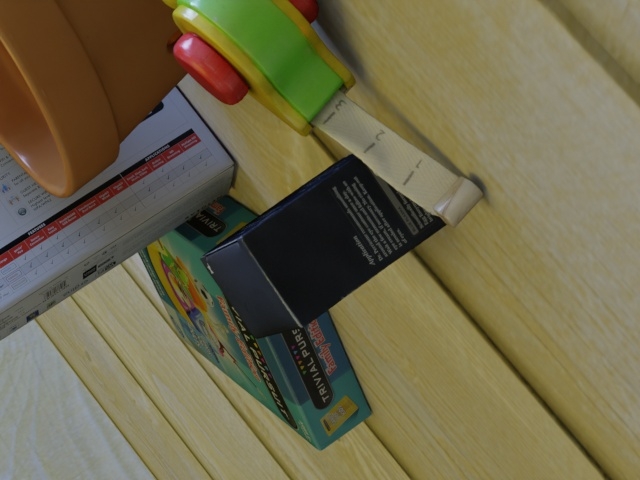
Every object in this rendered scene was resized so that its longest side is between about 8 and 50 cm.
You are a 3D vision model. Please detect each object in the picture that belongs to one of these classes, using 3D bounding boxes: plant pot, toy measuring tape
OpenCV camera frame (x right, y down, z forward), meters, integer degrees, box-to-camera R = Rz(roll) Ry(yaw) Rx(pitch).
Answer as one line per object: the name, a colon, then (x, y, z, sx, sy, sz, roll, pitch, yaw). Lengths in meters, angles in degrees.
plant pot: (-0.235, -0.214, 1.622, 0.291, 0.203, 0.291, 47, 161, 22)
toy measuring tape: (-0.015, -0.130, 1.352, 0.330, 0.121, 0.121, 39, 158, 24)

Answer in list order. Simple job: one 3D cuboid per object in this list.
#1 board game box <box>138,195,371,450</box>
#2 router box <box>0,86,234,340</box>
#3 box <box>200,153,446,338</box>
board game box: (-0.101, 0.061, 1.978, 0.336, 0.079, 0.253, 33, 152, 52)
router box: (-0.311, -0.094, 1.827, 0.301, 0.335, 0.082, 53, 163, 12)
box: (0.000, 0.000, 1.465, 0.093, 0.158, 0.156, 56, 163, -3)
